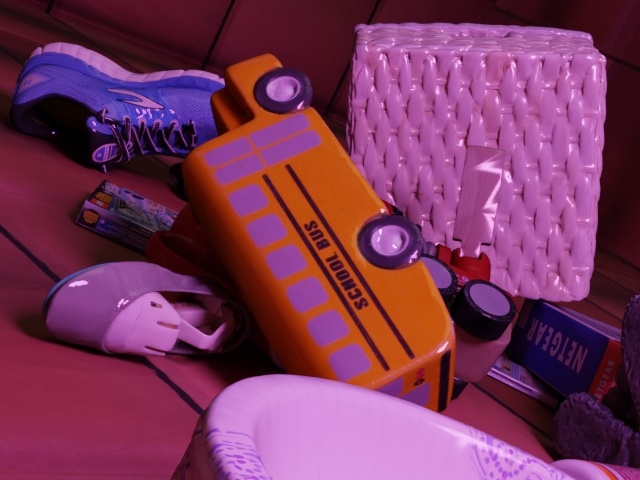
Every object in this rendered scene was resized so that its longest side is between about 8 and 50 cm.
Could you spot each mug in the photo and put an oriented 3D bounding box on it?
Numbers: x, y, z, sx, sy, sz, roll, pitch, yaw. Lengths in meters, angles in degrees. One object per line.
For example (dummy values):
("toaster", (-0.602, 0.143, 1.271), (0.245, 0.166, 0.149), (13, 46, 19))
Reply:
("mug", (-0.067, 0.042, 1.098), (0.150, 0.113, 0.169), (-22, 41, -27))

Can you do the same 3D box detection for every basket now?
("basket", (0.188, -0.102, 1.573), (0.328, 0.331, 0.266), (3, 15, 5))

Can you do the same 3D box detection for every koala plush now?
("koala plush", (0.368, 0.195, 1.137), (0.221, 0.196, 0.203), (23, 22, -19))

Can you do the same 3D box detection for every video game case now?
("video game case", (0.219, 0.154, 1.427), (0.122, 0.011, 0.087), (27, 11, 6))

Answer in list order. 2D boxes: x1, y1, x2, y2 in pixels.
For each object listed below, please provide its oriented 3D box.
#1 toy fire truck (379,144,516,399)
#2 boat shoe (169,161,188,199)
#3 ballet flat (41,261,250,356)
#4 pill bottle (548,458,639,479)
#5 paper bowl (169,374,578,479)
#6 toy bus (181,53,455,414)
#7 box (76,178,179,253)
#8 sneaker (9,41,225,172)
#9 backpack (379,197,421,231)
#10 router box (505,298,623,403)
("toy fire truck", (0.099, 0.003, 1.243), (0.217, 0.158, 0.246), (25, 33, -4))
("boat shoe", (-0.150, -0.065, 1.540), (0.049, 0.056, 0.152), (14, 5, -29))
("ballet flat", (-0.120, 0.058, 0.928), (0.068, 0.072, 0.213), (35, 13, 24))
("pill bottle", (0.227, 0.214, 0.927), (0.152, 0.086, 0.086), (15, 14, -42))
("paper bowl", (0.055, 0.183, 0.491), (0.284, 0.148, 0.284), (24, 10, -5))
("toy bus", (-0.009, 0.001, 0.982), (0.332, 0.130, 0.108), (56, -15, 32))
("box", (-0.196, -0.023, 1.268), (0.094, 0.027, 0.137), (26, 10, -7))
("sneaker", (-0.224, -0.134, 1.495), (0.330, 0.129, 0.147), (11, 44, 5))
("backpack", (0.000, 0.000, 1.342), (0.182, 0.115, 0.152), (27, -22, -13))
("router box", (0.402, 0.173, 1.418), (0.301, 0.082, 0.335), (21, 3, -7))
